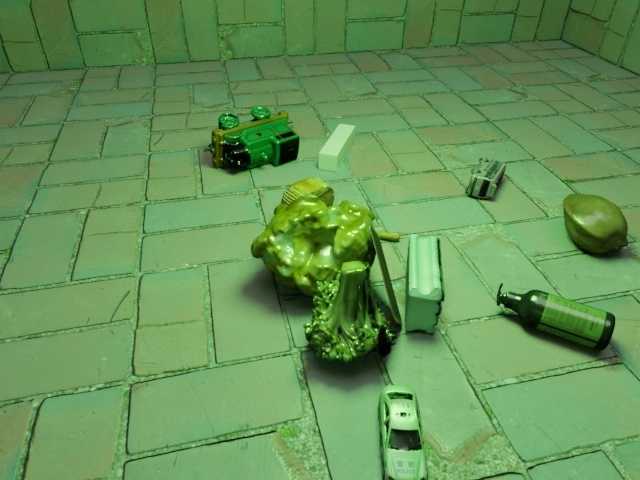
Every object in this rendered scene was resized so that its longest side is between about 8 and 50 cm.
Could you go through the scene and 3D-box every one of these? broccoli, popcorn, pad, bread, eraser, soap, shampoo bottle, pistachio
[{"bbox_3d":[0.087,0.163,1.230,0.247,0.243,0.263,22,35,33],"label":"broccoli"},{"bbox_3d":[-0.004,0.013,1.450,0.334,0.292,0.294,18,84,12],"label":"popcorn"},{"bbox_3d":[0.171,0.089,1.316,0.002,0.176,0.266,-17,73,12],"label":"pad"},{"bbox_3d":[-0.048,-0.137,1.719,0.190,0.132,0.114,-24,44,-35],"label":"bread"},{"bbox_3d":[0.073,-0.394,2.110,0.078,0.076,0.298,11,38,14],"label":"eraser"},{"bbox_3d":[0.277,0.111,1.380,0.094,0.150,0.261,8,37,4],"label":"soap"},{"bbox_3d":[0.605,0.192,1.318,0.283,0.101,0.101,18,40,22],"label":"shampoo bottle"},{"bbox_3d":[0.873,-0.073,1.631,0.212,0.163,0.260,28,29,-20],"label":"pistachio"}]

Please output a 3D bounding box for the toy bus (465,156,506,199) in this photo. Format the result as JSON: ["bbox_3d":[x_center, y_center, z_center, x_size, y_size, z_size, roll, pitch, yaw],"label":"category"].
[{"bbox_3d":[0.625,-0.234,1.894,0.108,0.096,0.199,23,39,21],"label":"toy bus"}]

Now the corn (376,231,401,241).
[{"bbox_3d":[0.224,-0.014,1.649,0.083,0.028,0.027,7,43,15],"label":"corn"}]

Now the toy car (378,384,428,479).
[{"bbox_3d":[0.171,0.402,1.052,0.090,0.076,0.224,3,37,0],"label":"toy car"}]

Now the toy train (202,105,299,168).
[{"bbox_3d":[-0.262,-0.397,2.043,0.429,0.178,0.249,-25,55,-30],"label":"toy train"}]
